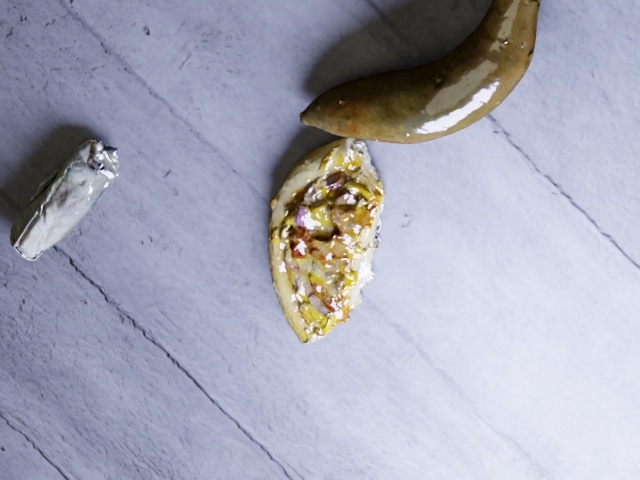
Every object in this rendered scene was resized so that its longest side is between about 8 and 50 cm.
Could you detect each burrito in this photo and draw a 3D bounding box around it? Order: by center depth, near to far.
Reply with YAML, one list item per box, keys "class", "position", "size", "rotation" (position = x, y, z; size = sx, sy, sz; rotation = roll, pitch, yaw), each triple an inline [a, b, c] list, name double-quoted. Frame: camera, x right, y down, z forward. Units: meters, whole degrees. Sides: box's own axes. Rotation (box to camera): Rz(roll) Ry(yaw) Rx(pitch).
- class: "burrito"
  position: [-0.274, -0.045, 1.999]
  size: [0.058, 0.045, 0.188]
  rotation: [30, 128, -23]

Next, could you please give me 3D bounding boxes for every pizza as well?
- class: "pizza"
  position: [0.000, 0.002, 1.877]
  size: [0.127, 0.058, 0.246]
  rotation: [30, 128, 8]

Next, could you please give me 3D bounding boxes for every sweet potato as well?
- class: "sweet potato"
  position: [0.117, -0.157, 1.717]
  size: [0.346, 0.079, 0.108]
  rotation: [-34, 86, 33]
